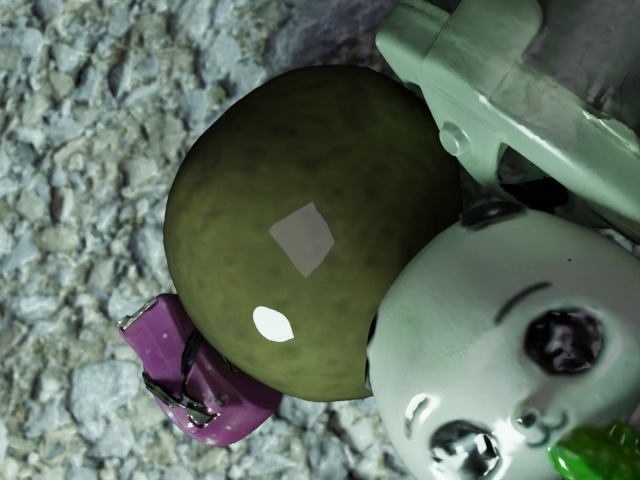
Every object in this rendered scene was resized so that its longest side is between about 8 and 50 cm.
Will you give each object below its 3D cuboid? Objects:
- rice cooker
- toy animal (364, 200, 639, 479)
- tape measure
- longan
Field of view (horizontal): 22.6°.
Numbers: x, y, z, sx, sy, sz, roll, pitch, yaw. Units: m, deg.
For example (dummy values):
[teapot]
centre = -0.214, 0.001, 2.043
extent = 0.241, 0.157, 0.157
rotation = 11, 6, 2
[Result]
[rice cooker]
centre = 0.201, -0.144, 1.107
extent = 0.288, 0.288, 0.277
rotation = 35, 96, 11
[toy animal]
centre = 0.165, 0.100, 1.079
extent = 0.212, 0.267, 0.212
rotation = -26, 53, 41
[tape measure]
centre = -0.089, 0.102, 1.266
extent = 0.074, 0.125, 0.118
rotation = -40, 70, 22
[longan]
centre = 0.000, 0.000, 1.201
extent = 0.246, 0.215, 0.246
rotation = 10, 119, 18
